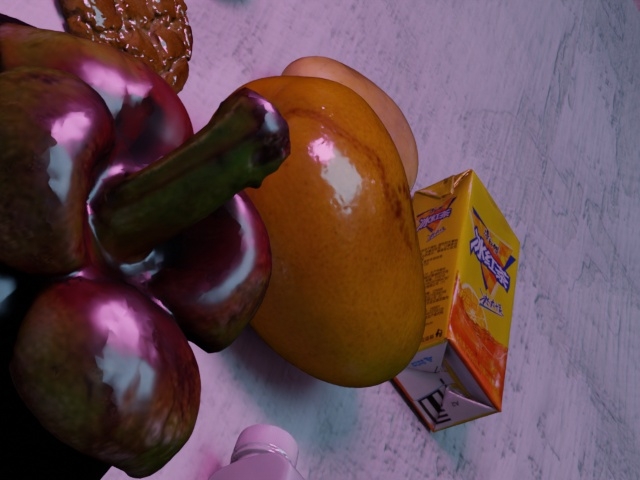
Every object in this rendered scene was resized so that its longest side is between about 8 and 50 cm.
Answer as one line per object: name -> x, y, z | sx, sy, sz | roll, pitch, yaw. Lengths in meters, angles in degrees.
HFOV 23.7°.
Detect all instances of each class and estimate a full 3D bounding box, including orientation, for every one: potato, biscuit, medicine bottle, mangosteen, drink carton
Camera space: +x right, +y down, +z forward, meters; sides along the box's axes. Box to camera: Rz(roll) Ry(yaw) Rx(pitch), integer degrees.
potato -> 0.035, -0.138, 1.928 | 0.234, 0.146, 0.150 | 55, -13, -28
biscuit -> -0.210, -0.258, 1.664 | 0.226, 0.042, 0.226 | 40, 40, -45
medicine bottle -> -0.070, 0.264, 1.479 | 0.069, 0.119, 0.183 | 51, 31, -26
mangosteen -> -0.222, 0.022, 1.038 | 0.382, 0.435, 0.382 | 0, 90, -70
drink carton -> 0.182, 0.074, 2.064 | 0.154, 0.111, 0.351 | 54, 32, -29

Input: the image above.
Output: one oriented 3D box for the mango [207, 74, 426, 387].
mango -> 0.000, 0.000, 1.679 | 0.378, 0.221, 0.264 | 64, 31, -23
